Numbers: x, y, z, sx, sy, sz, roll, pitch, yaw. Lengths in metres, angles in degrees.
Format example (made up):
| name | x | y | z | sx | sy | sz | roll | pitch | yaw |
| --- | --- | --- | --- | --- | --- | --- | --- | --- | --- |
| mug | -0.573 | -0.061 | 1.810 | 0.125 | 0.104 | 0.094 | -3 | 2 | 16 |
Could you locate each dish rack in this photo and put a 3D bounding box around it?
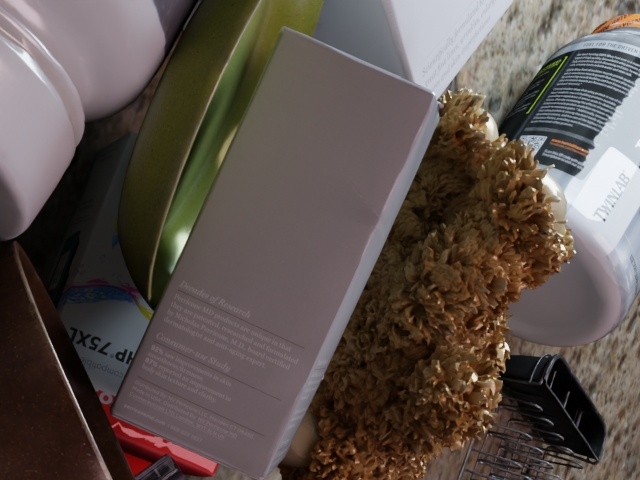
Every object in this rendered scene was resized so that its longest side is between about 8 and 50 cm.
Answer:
| name | x | y | z | sx | sy | sz | roll | pitch | yaw |
| --- | --- | --- | --- | --- | --- | --- | --- | --- | --- |
| dish rack | 0.196 | 0.266 | 1.617 | 0.208 | 0.074 | 0.271 | 50 | 57 | -50 |

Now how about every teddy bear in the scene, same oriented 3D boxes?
| name | x | y | z | sx | sy | sz | roll | pitch | yaw |
| --- | --- | --- | --- | --- | --- | --- | --- | --- | --- |
| teddy bear | 0.051 | 0.058 | 1.081 | 0.113 | 0.245 | 0.338 | 8 | 134 | -37 |

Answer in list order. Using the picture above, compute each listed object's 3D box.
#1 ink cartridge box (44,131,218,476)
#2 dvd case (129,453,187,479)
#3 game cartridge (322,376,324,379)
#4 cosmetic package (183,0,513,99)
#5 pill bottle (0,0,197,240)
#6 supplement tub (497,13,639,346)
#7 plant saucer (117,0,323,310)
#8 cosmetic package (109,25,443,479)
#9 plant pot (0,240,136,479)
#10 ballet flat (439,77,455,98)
| name | x | y | z | sx | sy | sz | roll | pitch | yaw |
| --- | --- | --- | --- | --- | --- | --- | --- | --- | --- |
| ink cartridge box | -0.114 | 0.065 | 1.018 | 0.134 | 0.078 | 0.231 | 24 | 75 | -21 |
| dvd case | -0.137 | 0.221 | 1.005 | 0.164 | 0.018 | 0.221 | -36 | 155 | -10 |
| game cartridge | 0.000 | 0.000 | 1.256 | 0.294 | 0.060 | 0.196 | -48 | 133 | -39 |
| cosmetic package | 0.010 | -0.193 | 1.093 | 0.151 | 0.184 | 0.151 | -52 | 139 | -35 |
| pill bottle | -0.143 | -0.193 | 0.836 | 0.361 | 0.204 | 0.204 | -63 | 144 | -24 |
| supplement tub | 0.258 | -0.067 | 1.508 | 0.316 | 0.193 | 0.193 | -53 | 139 | -35 |
| plant saucer | -0.058 | -0.075 | 0.902 | 0.241 | 0.037 | 0.241 | 24 | 90 | -84 |
| cosmetic package | -0.021 | 0.008 | 0.911 | 0.127 | 0.107 | 0.238 | 41 | 71 | -84 |
| plant pot | -0.215 | 0.144 | 0.800 | 0.230 | 0.215 | 0.215 | -24 | 128 | -6 |
| ballet flat | 0.088 | -0.167 | 1.352 | 0.084 | 0.058 | 0.250 | -77 | 169 | -64 |
